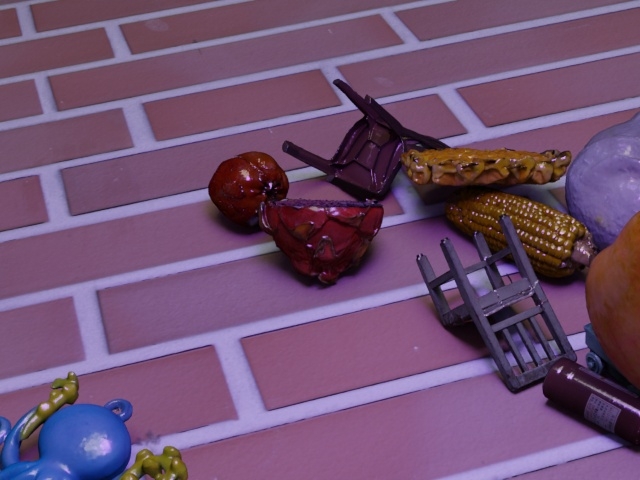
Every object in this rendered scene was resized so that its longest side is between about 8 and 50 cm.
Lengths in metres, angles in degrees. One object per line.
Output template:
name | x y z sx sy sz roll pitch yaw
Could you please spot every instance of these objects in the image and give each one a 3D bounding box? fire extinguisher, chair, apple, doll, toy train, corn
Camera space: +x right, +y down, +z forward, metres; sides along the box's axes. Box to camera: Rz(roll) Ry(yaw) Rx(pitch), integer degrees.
fire extinguisher | 0.443 0.243 1.772 0.231 0.099 0.071 26 49 37
chair | 0.286 0.111 1.969 0.136 0.147 0.270 -22 83 -20
apple | 0.559 0.094 1.711 0.309 0.314 0.252 24 37 -12
doll | -0.370 0.358 1.720 0.346 0.098 0.341 14 52 31
toy train | 0.475 0.188 1.845 0.070 0.099 0.172 -23 39 -20
corn | 0.359 -0.020 2.135 0.119 0.119 0.322 -28 37 -29
chair | 0.115 -0.171 2.375 0.326 0.183 0.175 26 8 -46

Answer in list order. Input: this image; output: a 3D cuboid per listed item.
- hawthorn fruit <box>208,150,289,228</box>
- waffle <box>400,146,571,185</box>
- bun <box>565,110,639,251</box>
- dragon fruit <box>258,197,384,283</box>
hawthorn fruit | -0.146 -0.099 2.286 0.172 0.148 0.148 8 34 44
waffle | 0.311 -0.138 2.219 0.329 0.062 0.329 0 8 0
bun | 0.627 -0.104 2.143 0.362 0.211 0.362 -2 37 1
dragon fruit | 0.003 0.000 2.141 0.224 0.148 0.218 0 6 7
